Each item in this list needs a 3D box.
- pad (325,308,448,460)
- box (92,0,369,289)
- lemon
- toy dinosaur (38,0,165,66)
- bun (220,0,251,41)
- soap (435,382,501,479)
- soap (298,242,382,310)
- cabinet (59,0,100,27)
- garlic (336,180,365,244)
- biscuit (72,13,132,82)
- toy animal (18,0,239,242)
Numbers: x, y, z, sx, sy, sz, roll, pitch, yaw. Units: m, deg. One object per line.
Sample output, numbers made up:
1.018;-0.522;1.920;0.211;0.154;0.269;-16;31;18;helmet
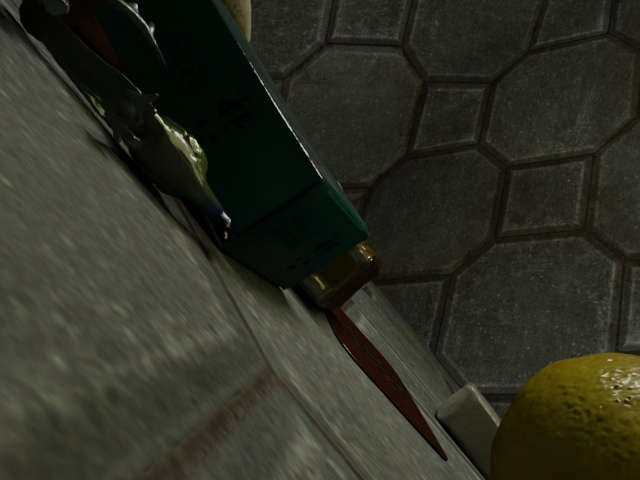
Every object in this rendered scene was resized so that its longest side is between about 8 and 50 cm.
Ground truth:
0.057;0.130;0.944;0.181;0.004;0.267;49;2;-16;pad
-0.071;-0.094;0.698;0.245;0.092;0.153;59;6;22;box
0.262;0.215;0.717;0.263;0.236;0.236;7;-35;53;lemon
-0.180;-0.175;0.544;0.209;0.039;0.082;29;9;-34;toy dinosaur
-0.186;-0.274;0.959;0.237;0.116;0.210;54;-36;-2;bun
0.220;0.261;1.178;0.121;0.063;0.183;53;4;12;soap
-0.047;-0.049;0.884;0.257;0.080;0.160;49;1;11;soap
-0.211;-0.313;0.646;0.215;0.148;0.175;50;-18;9;cabinet
0.011;0.003;1.051;0.124;0.099;0.174;60;6;30;garlic
-0.216;-0.208;0.841;0.186;0.036;0.192;52;1;-17;biscuit
-0.126;-0.085;0.535;0.217;0.041;0.075;46;-4;2;toy animal
